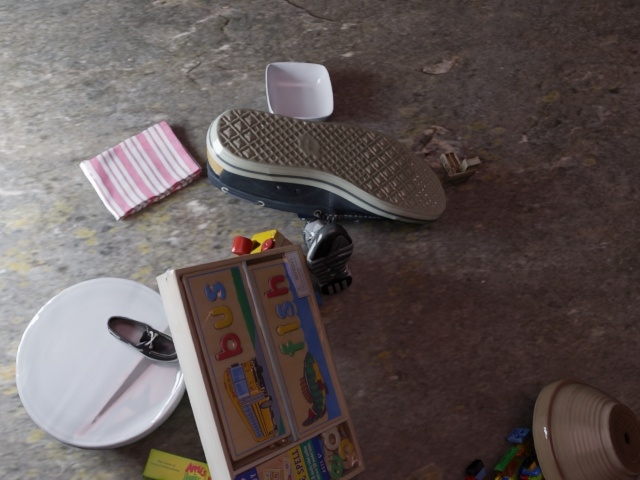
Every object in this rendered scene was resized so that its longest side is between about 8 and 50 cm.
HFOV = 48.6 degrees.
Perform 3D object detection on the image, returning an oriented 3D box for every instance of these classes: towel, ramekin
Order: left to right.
[{"bbox_3d":[-0.337,0.207,1.153,0.273,0.127,0.273,0,67,-1],"label":"ramekin"},{"bbox_3d":[-0.349,-0.141,1.383,0.197,0.029,0.144,-33,75,-23],"label":"towel"}]

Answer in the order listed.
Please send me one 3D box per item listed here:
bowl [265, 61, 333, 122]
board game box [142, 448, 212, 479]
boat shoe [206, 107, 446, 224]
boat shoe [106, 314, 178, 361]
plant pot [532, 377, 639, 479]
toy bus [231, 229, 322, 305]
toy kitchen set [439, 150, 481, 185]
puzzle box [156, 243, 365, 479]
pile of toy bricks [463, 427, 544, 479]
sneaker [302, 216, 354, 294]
[{"bbox_3d":[-0.047,-0.306,1.508,0.142,0.053,0.142,-2,65,-12],"label":"bowl"},{"bbox_3d":[-0.189,0.385,1.138,0.181,0.092,0.043,17,64,-4],"label":"board game box"},{"bbox_3d":[0.012,-0.124,1.388,0.500,0.156,0.187,10,58,-20],"label":"boat shoe"},{"bbox_3d":[-0.271,0.149,1.089,0.125,0.038,0.046,25,69,9],"label":"boat shoe"},{"bbox_3d":[0.485,0.352,1.233,0.237,0.109,0.237,18,60,-35],"label":"plant pot"},{"bbox_3d":[-0.110,0.083,1.287,0.202,0.104,0.191,-12,90,-45],"label":"toy bus"},{"bbox_3d":[0.279,-0.164,1.493,0.068,0.083,0.075,-16,70,-19],"label":"toy kitchen set"},{"bbox_3d":[-0.087,0.221,1.137,0.272,0.052,0.409,-13,84,-45],"label":"puzzle box"},{"bbox_3d":[0.341,0.425,1.239,0.212,0.118,0.105,-30,103,-39],"label":"pile of toy bricks"},{"bbox_3d":[0.000,0.000,1.290,0.086,0.229,0.132,-18,63,-8],"label":"sneaker"}]
